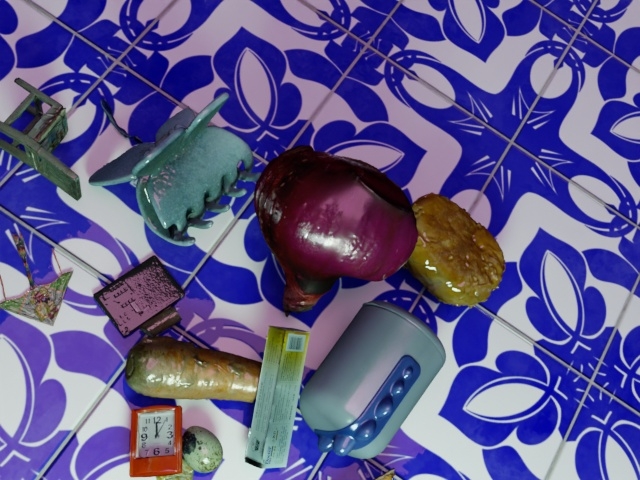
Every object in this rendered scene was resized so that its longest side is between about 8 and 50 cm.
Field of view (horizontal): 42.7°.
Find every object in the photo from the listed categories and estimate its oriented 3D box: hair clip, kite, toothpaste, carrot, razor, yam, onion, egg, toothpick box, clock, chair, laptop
[{"bbox_3d":[-0.316,-0.163,1.949,0.318,0.392,0.238,-47,111,-27],"label":"hair clip"},{"bbox_3d":[-0.672,0.094,1.897,0.198,0.006,0.244,-23,76,-21],"label":"kite"},{"bbox_3d":[-0.095,0.351,1.833,0.089,0.071,0.312,12,87,-47],"label":"toothpaste"},{"bbox_3d":[-0.286,0.300,1.847,0.302,0.139,0.138,16,66,-18],"label":"carrot"},{"bbox_3d":[-0.514,-0.300,2.080,0.028,0.044,0.154,-43,81,2],"label":"razor"},{"bbox_3d":[-0.372,0.193,1.913,0.094,0.043,0.043,-33,80,-22],"label":"yam"},{"bbox_3d":[0.000,0.000,1.916,0.399,0.398,0.420,30,98,-1],"label":"onion"},{"bbox_3d":[-0.263,0.461,1.811,0.085,0.085,0.110,-28,76,-22],"label":"egg"},{"bbox_3d":[0.108,0.336,1.860,0.263,0.263,0.354,38,66,3],"label":"toothpick box"},{"bbox_3d":[-0.358,0.441,1.802,0.113,0.061,0.155,-4,61,-1],"label":"clock"},{"bbox_3d":[-0.650,-0.243,1.963,0.271,0.136,0.147,32,66,2],"label":"chair"},{"bbox_3d":[-0.428,0.129,1.940,0.180,0.016,0.129,-36,82,-25],"label":"laptop"}]

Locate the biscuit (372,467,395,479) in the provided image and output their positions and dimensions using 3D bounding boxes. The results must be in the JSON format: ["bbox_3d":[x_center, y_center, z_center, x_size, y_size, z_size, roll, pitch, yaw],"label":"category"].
[{"bbox_3d":[0.012,0.626,1.813,0.379,0.094,0.054,-24,71,-22],"label":"biscuit"}]

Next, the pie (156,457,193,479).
[{"bbox_3d":[-0.320,0.519,1.811,0.085,0.017,0.085,5,66,-11],"label":"pie"}]

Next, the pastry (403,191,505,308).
[{"bbox_3d":[0.319,0.029,2.087,0.311,0.162,0.255,43,52,-8],"label":"pastry"}]
